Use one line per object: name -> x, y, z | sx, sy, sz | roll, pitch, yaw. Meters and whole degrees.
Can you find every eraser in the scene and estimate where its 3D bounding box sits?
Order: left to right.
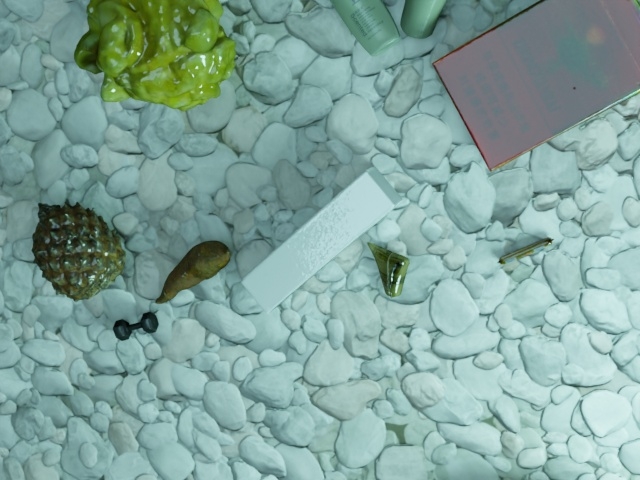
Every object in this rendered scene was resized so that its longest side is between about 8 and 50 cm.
eraser -> 0.001, 0.000, 1.712 | 0.298, 0.076, 0.078 | -41, 87, 18

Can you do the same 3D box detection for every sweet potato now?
sweet potato -> -0.226, 0.050, 1.795 | 0.226, 0.068, 0.068 | -34, 89, 37

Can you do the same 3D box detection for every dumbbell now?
dumbbell -> -0.340, 0.158, 1.854 | 0.083, 0.036, 0.040 | -16, 92, 18

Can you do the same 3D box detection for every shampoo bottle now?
shampoo bottle -> 0.050, -0.402, 1.647 | 0.072, 0.049, 0.212 | -37, 87, 22

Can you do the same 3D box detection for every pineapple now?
pineapple -> -0.445, 0.007, 1.798 | 0.166, 0.166, 0.193 | -44, 83, 18

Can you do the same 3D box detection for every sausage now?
sausage -> 0.337, 0.018, 1.651 | 0.100, 0.015, 0.015 | -25, 91, 18

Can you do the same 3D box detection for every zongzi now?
zongzi -> 0.106, 0.052, 1.713 | 0.083, 0.040, 0.076 | 22, 111, 23

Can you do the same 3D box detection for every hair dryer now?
hair dryer -> 0.143, -0.467, 1.564 | 0.298, 0.119, 0.296 | 37, 138, 43

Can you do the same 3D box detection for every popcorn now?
popcorn -> -0.267, -0.330, 1.659 | 0.250, 0.235, 0.242 | 43, 133, 25

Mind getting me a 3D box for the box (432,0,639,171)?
box -> 0.359, -0.267, 1.561 | 0.313, 0.089, 0.197 | -28, 89, 19
